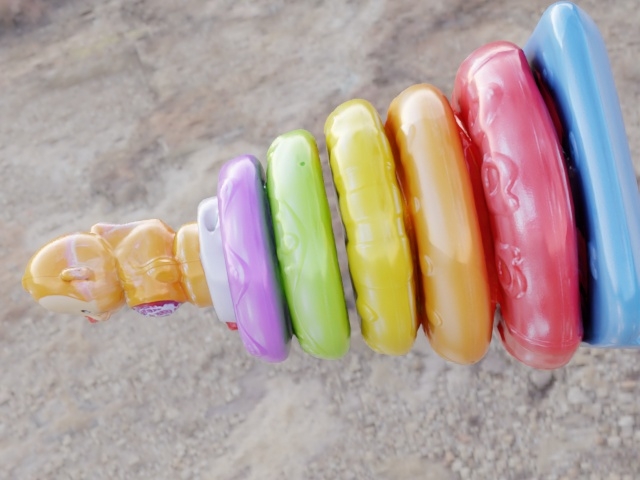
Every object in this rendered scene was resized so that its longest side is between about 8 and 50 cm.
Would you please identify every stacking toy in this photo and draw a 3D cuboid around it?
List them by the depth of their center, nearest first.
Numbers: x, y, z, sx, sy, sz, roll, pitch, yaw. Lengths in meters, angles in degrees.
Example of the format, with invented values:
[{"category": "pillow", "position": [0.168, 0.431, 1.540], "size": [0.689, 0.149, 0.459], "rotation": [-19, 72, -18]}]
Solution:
[{"category": "stacking toy", "position": [0.000, 0.000, 0.593], "size": [0.301, 0.166, 0.175], "rotation": [-10, -4, 0]}]
